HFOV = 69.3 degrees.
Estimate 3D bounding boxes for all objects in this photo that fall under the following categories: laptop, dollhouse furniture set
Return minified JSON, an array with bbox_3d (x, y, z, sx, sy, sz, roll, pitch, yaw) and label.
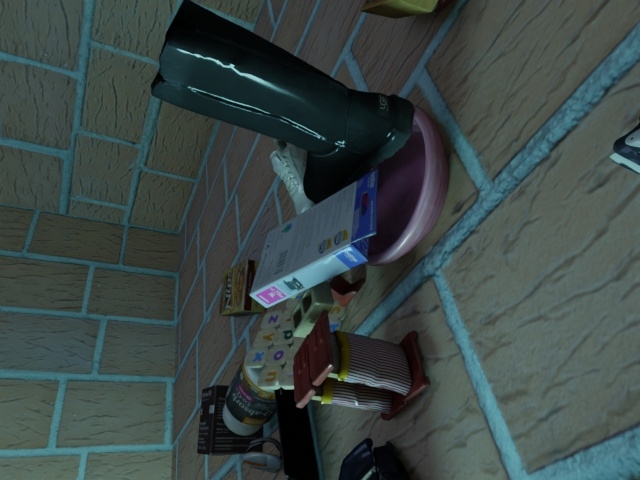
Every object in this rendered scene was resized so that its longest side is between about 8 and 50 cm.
[{"bbox_3d":[-0.091,0.505,1.155,0.264,0.136,0.234,-56,33,39],"label":"laptop"},{"bbox_3d":[0.053,0.152,0.938,0.374,0.201,0.152,-99,31,-47],"label":"dollhouse furniture set"}]

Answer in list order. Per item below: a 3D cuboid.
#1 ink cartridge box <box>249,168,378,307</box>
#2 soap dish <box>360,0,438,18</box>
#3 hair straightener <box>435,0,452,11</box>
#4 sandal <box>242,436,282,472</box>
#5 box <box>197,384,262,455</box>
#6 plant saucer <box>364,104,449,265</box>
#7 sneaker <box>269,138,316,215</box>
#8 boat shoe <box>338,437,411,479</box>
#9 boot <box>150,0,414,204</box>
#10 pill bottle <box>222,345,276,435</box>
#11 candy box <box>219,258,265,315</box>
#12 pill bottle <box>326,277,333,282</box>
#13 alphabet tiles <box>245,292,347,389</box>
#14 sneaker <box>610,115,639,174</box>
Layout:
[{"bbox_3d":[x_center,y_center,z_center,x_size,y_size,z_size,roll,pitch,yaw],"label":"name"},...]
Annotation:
[{"bbox_3d":[0.000,0.000,0.917,0.311,0.065,0.186,-30,33,32],"label":"ink cartridge box"},{"bbox_3d":[0.202,-0.582,0.905,0.291,0.118,0.229,-60,22,12],"label":"soap dish"},{"bbox_3d":[0.283,-0.541,0.876,0.230,0.047,0.089,154,124,-66],"label":"hair straightener"},{"bbox_3d":[-0.153,0.575,1.256,0.265,0.101,0.076,105,178,-59],"label":"sandal"},{"bbox_3d":[-0.292,0.583,1.503,0.168,0.166,0.203,-37,48,55],"label":"box"},{"bbox_3d":[0.149,-0.109,0.955,0.332,0.084,0.333,-33,51,55],"label":"plant saucer"},{"bbox_3d":[-0.082,-0.187,1.381,0.114,0.152,0.305,-46,42,46],"label":"sneaker"},{"bbox_3d":[0.066,0.528,0.864,0.341,0.127,0.158,-60,25,21],"label":"boat shoe"},{"bbox_3d":[-0.104,-0.225,0.906,0.367,0.444,0.146,-40,46,53],"label":"boot"},{"bbox_3d":[-0.181,0.434,1.337,0.279,0.162,0.162,-62,31,33],"label":"pill bottle"},{"bbox_3d":[-0.294,0.188,1.747,0.316,0.087,0.183,-23,60,60],"label":"candy box"},{"bbox_3d":[0.010,0.096,1.169,0.116,0.065,0.065,-113,41,-60],"label":"pill bottle"},{"bbox_3d":[-0.060,0.237,1.150,0.277,0.021,0.284,-16,39,35],"label":"alphabet tiles"},{"bbox_3d":[0.371,-0.056,0.467,0.153,0.093,0.235,0,81,65],"label":"sneaker"}]
